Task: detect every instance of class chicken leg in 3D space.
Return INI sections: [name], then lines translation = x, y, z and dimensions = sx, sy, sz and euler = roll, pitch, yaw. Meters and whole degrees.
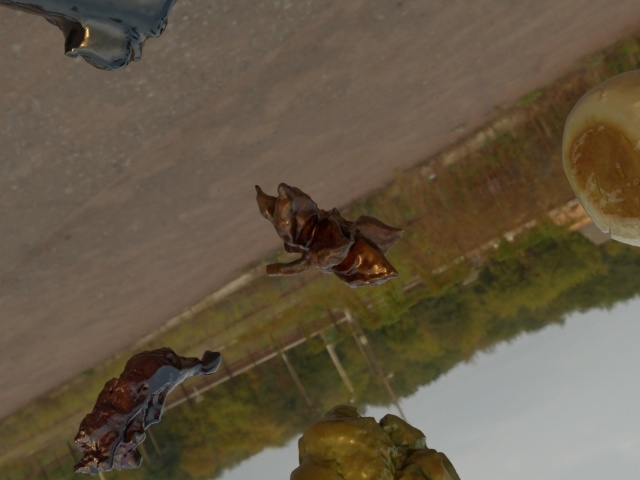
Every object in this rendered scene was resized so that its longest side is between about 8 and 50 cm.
[chicken leg]
translation = -0.178, 0.160, 0.803
dimensions = 0.048, 0.090, 0.219
euler = -3, -152, 28

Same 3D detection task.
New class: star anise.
[star anise]
translation = 0.006, -0.003, 0.968
dimensions = 0.196, 0.111, 0.212
euler = 11, 173, -1

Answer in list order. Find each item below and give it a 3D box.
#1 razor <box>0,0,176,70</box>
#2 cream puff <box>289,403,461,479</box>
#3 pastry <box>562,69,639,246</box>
[razor]
translation = -0.236, -0.239, 0.502
dimensions = 0.326, 0.107, 0.189
euler = 15, 128, -27
[cream puff]
translation = 0.062, 0.282, 0.813
dimensions = 0.194, 0.221, 0.195
euler = -11, -169, 2
[pastry]
translation = 0.282, -0.070, 0.674
dimensions = 0.092, 0.156, 0.156
euler = -17, 171, -20
